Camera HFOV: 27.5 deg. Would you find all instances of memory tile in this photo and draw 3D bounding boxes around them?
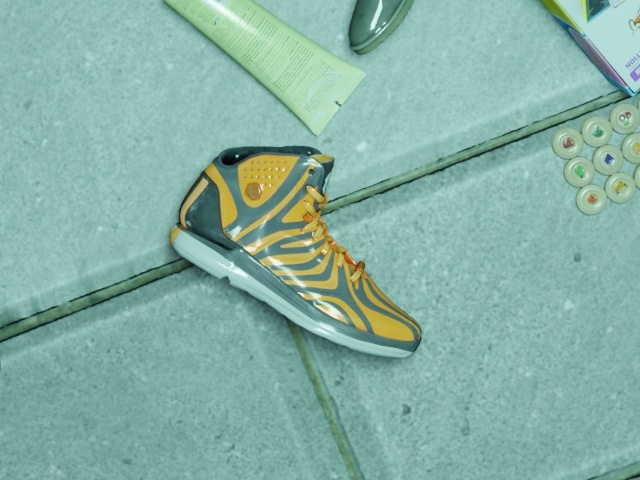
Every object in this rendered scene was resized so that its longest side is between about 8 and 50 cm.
[{"bbox_3d":[0.357,-0.103,1.547,0.148,0.012,0.113,-23,99,2],"label":"memory tile"}]

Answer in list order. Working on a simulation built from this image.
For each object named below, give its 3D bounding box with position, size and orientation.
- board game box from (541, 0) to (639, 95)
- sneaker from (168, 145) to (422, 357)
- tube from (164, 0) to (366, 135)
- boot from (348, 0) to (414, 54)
[{"bbox_3d":[0.328,-0.350,1.428,0.242,0.064,0.316,-44,118,5],"label":"board game box"},{"bbox_3d":[0.000,0.000,1.500,0.321,0.124,0.180,28,98,-5],"label":"sneaker"},{"bbox_3d":[-0.069,-0.226,1.501,0.240,0.062,0.070,36,140,-11],"label":"tube"},{"bbox_3d":[0.024,-0.336,1.450,0.208,0.076,0.189,34,83,-27],"label":"boot"}]
